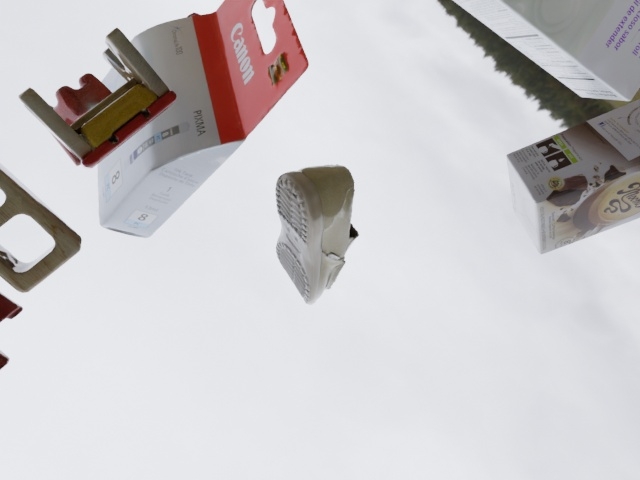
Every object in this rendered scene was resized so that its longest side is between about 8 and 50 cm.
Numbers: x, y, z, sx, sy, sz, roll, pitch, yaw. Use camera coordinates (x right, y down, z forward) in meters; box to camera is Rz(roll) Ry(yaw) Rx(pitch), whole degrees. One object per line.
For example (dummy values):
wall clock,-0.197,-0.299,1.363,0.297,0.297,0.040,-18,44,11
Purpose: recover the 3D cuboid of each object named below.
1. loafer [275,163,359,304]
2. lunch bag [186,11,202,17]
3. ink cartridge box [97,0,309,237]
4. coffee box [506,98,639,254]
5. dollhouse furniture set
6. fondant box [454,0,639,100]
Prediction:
loafer,0.000,0.000,0.608,0.092,0.268,0.102,-27,-115,-18
lunch bag,-0.277,-0.315,1.015,0.120,0.258,0.293,12,-120,-13
ink cartridge box,-0.209,-0.233,0.685,0.091,0.385,0.308,19,-137,-45
coffee box,0.482,-0.113,0.755,0.168,0.297,0.119,51,-160,-49
dollhouse furniture set,-0.295,-0.010,0.441,0.374,0.201,0.152,-45,-65,-15
fondant box,0.301,-0.355,0.540,0.330,0.238,0.096,25,-166,-20
